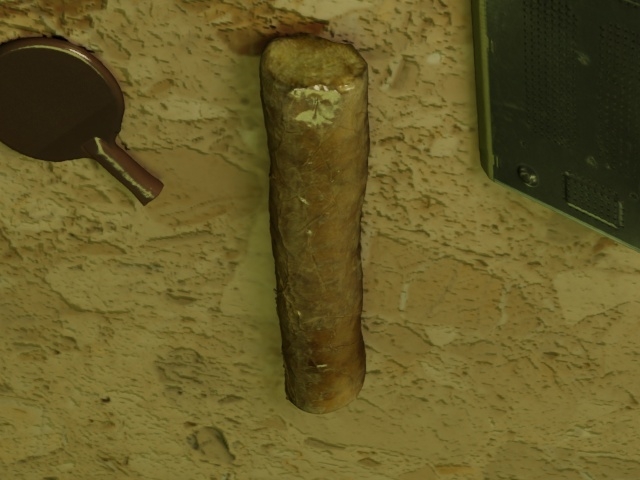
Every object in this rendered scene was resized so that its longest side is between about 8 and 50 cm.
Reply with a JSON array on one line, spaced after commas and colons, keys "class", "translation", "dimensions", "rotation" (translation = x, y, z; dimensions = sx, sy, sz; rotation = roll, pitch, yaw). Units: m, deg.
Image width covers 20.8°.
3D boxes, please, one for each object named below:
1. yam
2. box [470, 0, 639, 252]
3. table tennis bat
[{"class": "yam", "translation": [0.000, 0.000, 1.322], "dimensions": [0.081, 0.081, 0.357], "rotation": [-1, 135, 1]}, {"class": "box", "translation": [0.188, -0.111, 1.159], "dimensions": [0.211, 0.045, 0.270], "rotation": [30, 145, 31]}, {"class": "table tennis bat", "translation": [-0.181, -0.051, 1.242], "dimensions": [0.107, 0.119, 0.170], "rotation": [-31, 124, 27]}]
